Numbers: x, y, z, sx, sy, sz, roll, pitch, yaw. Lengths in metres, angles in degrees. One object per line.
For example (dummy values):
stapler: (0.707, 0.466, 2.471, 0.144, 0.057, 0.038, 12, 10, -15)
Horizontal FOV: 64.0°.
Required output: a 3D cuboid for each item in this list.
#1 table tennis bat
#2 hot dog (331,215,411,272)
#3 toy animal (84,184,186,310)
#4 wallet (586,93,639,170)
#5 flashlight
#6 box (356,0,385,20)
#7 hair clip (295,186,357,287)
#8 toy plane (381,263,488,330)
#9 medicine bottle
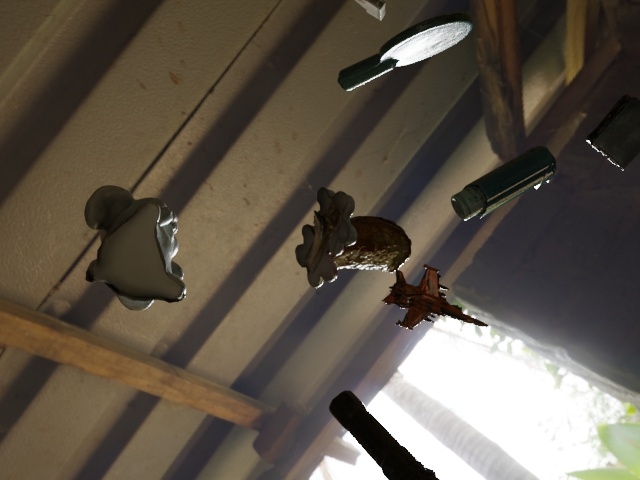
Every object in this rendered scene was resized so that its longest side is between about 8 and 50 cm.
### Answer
table tennis bat: (0.132, -0.307, 0.840, 0.149, 0.237, 0.038, -20, -88, -60)
hot dog: (0.115, 0.013, 1.400, 0.259, 0.114, 0.175, 5, -38, -27)
toy animal: (-0.377, 0.019, 1.048, 0.174, 0.289, 0.248, -12, -92, -11)
wallet: (0.896, -0.315, 1.507, 0.222, 0.036, 0.167, 20, -64, -34)
flashlight: (0.167, 0.519, 1.236, 0.103, 0.424, 0.103, -19, -55, -29)
box: (0.089, -0.664, 1.351, 0.198, 0.109, 0.029, 40, -79, -1)
hair clip: (0.006, -0.002, 1.091, 0.075, 0.146, 0.257, -21, -31, -29)
toy plane: (0.210, 0.115, 0.928, 0.189, 0.062, 0.135, 17, -68, -2)
medicine bottle: (0.414, -0.126, 1.147, 0.258, 0.079, 0.124, -29, -14, -7)
